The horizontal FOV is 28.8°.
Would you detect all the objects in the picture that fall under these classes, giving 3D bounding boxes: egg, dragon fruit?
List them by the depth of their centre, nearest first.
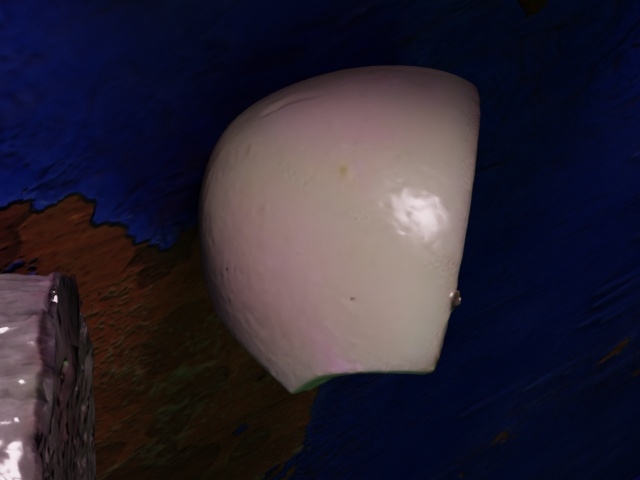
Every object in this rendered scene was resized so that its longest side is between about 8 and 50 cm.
[{"bbox_3d":[-0.237,0.129,0.692,0.221,0.203,0.283,-7,173,-4],"label":"dragon fruit"},{"bbox_3d":[0.004,-0.019,0.806,0.271,0.162,0.206,-97,-161,-83],"label":"egg"}]

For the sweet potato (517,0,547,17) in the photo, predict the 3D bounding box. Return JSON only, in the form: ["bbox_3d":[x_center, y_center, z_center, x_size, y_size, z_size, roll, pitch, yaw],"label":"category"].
[{"bbox_3d":[0.121,-0.210,0.767,0.057,0.057,0.264,-39,156,-3],"label":"sweet potato"}]
